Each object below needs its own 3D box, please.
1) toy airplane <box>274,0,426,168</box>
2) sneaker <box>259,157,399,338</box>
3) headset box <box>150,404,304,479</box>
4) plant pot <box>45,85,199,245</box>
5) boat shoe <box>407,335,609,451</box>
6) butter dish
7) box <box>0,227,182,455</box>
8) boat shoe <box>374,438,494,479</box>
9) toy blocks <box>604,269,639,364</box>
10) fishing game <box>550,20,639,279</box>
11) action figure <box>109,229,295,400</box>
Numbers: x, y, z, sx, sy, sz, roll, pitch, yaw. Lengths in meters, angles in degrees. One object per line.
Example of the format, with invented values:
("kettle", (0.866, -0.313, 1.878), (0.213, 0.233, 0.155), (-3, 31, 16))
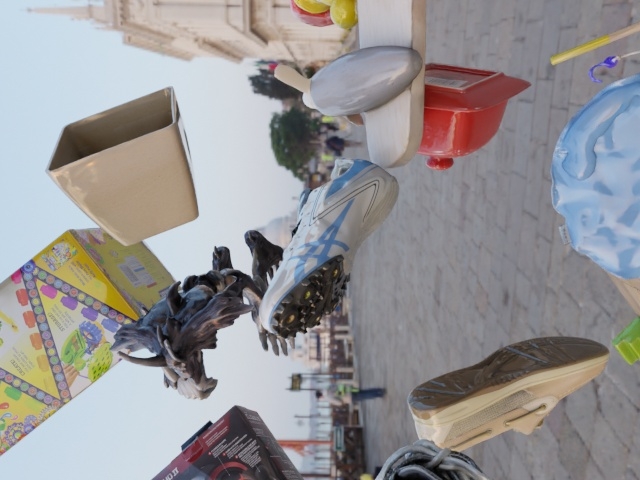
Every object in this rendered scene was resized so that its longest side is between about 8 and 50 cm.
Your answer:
("toy airplane", (0.049, -0.327, 0.630), (0.385, 0.272, 0.386), (105, 153, -47))
("sneaker", (0.000, 0.000, 0.570), (0.237, 0.086, 0.085), (-53, -20, -44))
("headset box", (-0.147, 0.450, 1.034), (0.293, 0.218, 0.110), (47, 177, 27))
("plant pot", (-0.163, -0.061, 0.534), (0.109, 0.109, 0.096), (-114, 4, -57))
("boat shoe", (0.276, 0.223, 0.856), (0.109, 0.302, 0.098), (-147, 40, -74))
("butter dish", (0.149, -0.143, 0.724), (0.159, 0.160, 0.118), (-29, -51, -42))
("box", (-0.375, 0.131, 0.890), (0.177, 0.279, 0.290), (52, 180, -3))
("boat shoe", (0.094, 0.233, 0.519), (0.306, 0.113, 0.105), (-3, -74, -60))
("toy blocks", (0.485, 0.108, 0.663), (0.381, 0.191, 0.261), (44, -179, -26))
("fishing game", (0.286, -0.051, 0.489), (0.264, 0.189, 0.041), (64, -156, -6))
("action figure", (-0.107, 0.089, 0.644), (0.141, 0.163, 0.276), (63, -161, -13))
